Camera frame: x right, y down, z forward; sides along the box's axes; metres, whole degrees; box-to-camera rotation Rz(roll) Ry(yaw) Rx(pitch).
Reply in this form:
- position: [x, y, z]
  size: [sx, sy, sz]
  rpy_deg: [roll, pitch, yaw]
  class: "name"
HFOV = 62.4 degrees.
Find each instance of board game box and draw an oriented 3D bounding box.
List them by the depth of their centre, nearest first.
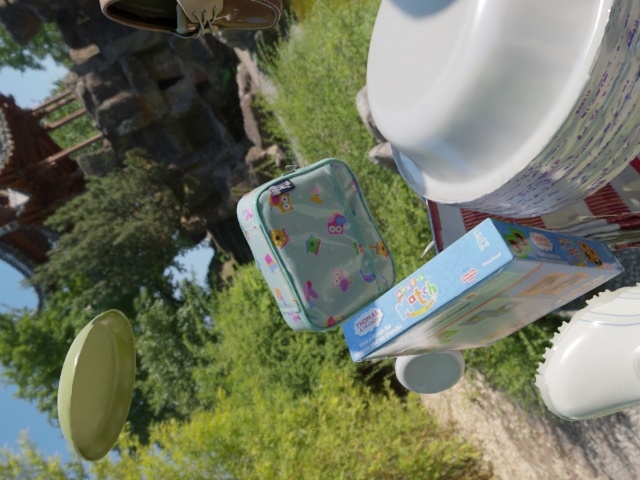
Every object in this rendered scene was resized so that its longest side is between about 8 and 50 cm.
- position: [0.146, 0.050, 0.458]
  size: [0.211, 0.160, 0.039]
  rpy_deg: [7, -129, -43]
  class: "board game box"

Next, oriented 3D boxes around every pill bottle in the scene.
- position: [0.185, 0.165, 0.968]
  size: [0.215, 0.117, 0.117]
  rpy_deg: [-88, -25, -60]
  class: "pill bottle"

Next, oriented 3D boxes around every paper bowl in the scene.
- position: [0.144, -0.168, 0.458]
  size: [0.284, 0.148, 0.284]
  rpy_deg: [-172, 90, -69]
  class: "paper bowl"

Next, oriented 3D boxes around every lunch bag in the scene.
- position: [0.000, 0.000, 0.920]
  size: [0.108, 0.224, 0.279]
  rpy_deg: [-14, 101, 63]
  class: "lunch bag"

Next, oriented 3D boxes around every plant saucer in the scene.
- position: [-0.366, 0.234, 0.868]
  size: [0.241, 0.037, 0.241]
  rpy_deg: [1, -90, -88]
  class: "plant saucer"

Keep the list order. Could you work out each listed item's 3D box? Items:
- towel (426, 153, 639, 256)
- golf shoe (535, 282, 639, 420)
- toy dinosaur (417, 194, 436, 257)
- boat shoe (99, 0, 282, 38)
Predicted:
- position: [0.286, -0.063, 0.599]
  size: [0.237, 0.329, 0.037]
  rpy_deg: [-81, -23, -59]
  class: "towel"
- position: [0.209, 0.057, 0.298]
  size: [0.069, 0.176, 0.086]
  rpy_deg: [52, -167, -8]
  class: "golf shoe"
- position: [0.274, -0.098, 1.150]
  size: [0.121, 0.160, 0.314]
  rpy_deg: [117, 149, -43]
  class: "toy dinosaur"
- position: [-0.231, -0.414, 0.950]
  size: [0.123, 0.324, 0.116]
  rpy_deg: [112, 158, -62]
  class: "boat shoe"
